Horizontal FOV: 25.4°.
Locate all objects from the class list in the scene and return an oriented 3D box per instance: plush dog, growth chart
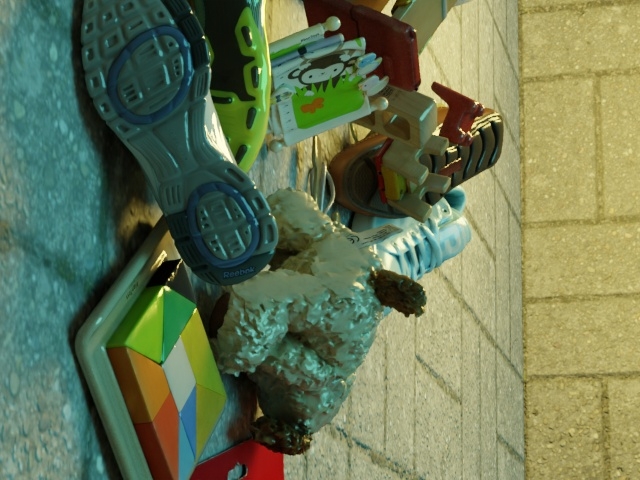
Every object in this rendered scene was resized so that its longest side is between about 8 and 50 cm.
[{"bbox_3d":[-0.009,0.105,1.520,0.262,0.210,0.225,-73,178,-51],"label":"plush dog"},{"bbox_3d":[-0.013,-0.172,1.576,0.237,0.172,0.021,53,13,-65],"label":"growth chart"}]

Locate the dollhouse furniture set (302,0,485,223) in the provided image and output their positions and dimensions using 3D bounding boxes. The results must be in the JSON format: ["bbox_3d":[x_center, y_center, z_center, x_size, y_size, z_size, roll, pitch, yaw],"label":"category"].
[{"bbox_3d":[0.105,-0.226,1.772,0.201,0.152,0.374,-54,155,-26],"label":"dollhouse furniture set"}]

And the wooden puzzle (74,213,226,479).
[{"bbox_3d":[-0.138,0.122,1.273,0.221,0.044,0.239,-64,147,-60],"label":"wooden puzzle"}]

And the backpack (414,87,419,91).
[{"bbox_3d":[0.092,-0.244,2.035,0.114,0.105,0.084,8,80,-76],"label":"backpack"}]

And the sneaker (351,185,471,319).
[{"bbox_3d":[0.137,-0.006,2.060,0.366,0.150,0.135,-67,149,-57],"label":"sneaker"}]

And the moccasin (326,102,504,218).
[{"bbox_3d":[0.120,-0.128,2.034,0.380,0.147,0.139,-33,129,-49],"label":"moccasin"}]

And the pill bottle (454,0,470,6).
[{"bbox_3d":[0.159,-0.546,2.143,0.363,0.210,0.210,67,25,-48],"label":"pill bottle"}]

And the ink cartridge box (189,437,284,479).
[{"bbox_3d":[-0.024,0.344,1.469,0.309,0.130,0.272,-8,93,-73],"label":"ink cartridge box"}]

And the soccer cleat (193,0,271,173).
[{"bbox_3d":[-0.082,-0.199,1.403,0.121,0.093,0.289,-3,92,-73],"label":"soccer cleat"}]

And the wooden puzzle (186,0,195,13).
[{"bbox_3d":[-0.141,-0.244,1.397,0.078,0.014,0.116,-66,148,-50],"label":"wooden puzzle"}]

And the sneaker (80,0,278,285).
[{"bbox_3d":[-0.137,-0.103,1.253,0.129,0.111,0.297,-139,-151,-71],"label":"sneaker"}]

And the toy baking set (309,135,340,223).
[{"bbox_3d":[-0.001,0.005,1.809,0.197,0.030,0.256,-77,157,-52],"label":"toy baking set"}]
